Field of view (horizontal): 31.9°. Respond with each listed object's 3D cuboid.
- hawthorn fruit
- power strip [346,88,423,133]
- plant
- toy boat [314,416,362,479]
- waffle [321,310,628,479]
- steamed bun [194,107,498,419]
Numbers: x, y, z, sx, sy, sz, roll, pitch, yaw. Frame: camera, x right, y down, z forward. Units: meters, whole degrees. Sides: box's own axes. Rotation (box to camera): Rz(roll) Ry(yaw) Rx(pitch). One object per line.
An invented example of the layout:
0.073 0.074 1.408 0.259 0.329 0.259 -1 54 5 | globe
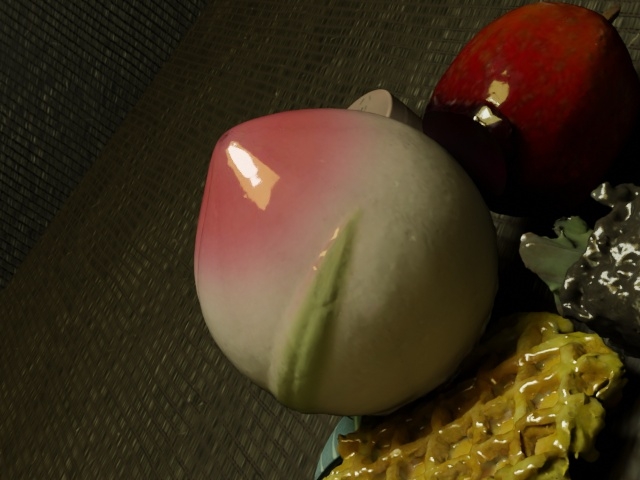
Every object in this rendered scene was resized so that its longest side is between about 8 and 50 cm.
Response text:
0.220 -0.143 1.129 0.249 0.215 0.215 -58 25 -5 | hawthorn fruit
0.068 -0.128 1.521 0.154 0.078 0.154 -41 28 28 | power strip
0.267 0.028 0.917 0.203 0.142 0.131 9 74 52 | plant
0.028 0.212 1.210 0.122 0.034 0.096 -41 22 29 | toy boat
0.122 0.192 1.000 0.325 0.068 0.302 -51 22 -12 | waffle
0.000 0.000 1.065 0.309 0.309 0.309 -41 28 27 | steamed bun
